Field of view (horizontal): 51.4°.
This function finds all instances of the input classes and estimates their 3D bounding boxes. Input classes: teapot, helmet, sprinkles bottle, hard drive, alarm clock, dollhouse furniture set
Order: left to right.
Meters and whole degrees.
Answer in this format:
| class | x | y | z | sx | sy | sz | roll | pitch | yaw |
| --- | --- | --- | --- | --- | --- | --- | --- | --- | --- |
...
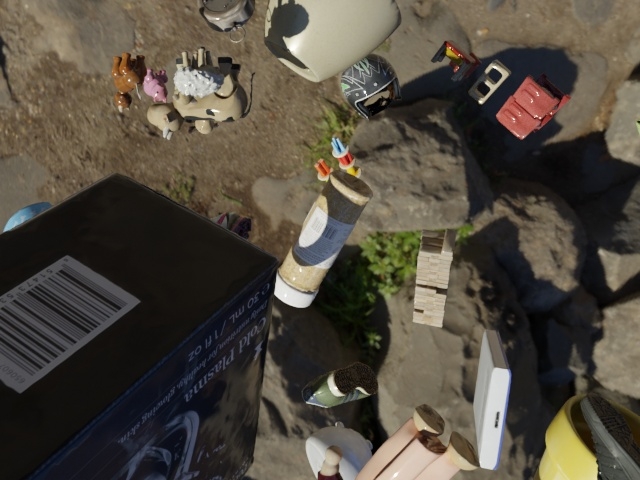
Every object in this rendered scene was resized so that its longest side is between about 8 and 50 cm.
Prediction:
| class | x | y | z | sx | sy | sz | roll | pitch | yaw |
| --- | --- | --- | --- | --- | --- | --- | --- | --- | --- |
| alarm clock | -0.214 | -0.538 | 1.536 | 0.129 | 0.192 | 0.064 | -23 | 162 | 6 |
| sprinkles bottle | 0.000 | 0.000 | 1.677 | 0.121 | 0.121 | 0.355 | 13 | 118 | -33 |
| teapot | 0.085 | 0.688 | 2.093 | 0.187 | 0.256 | 0.252 | -22 | 158 | -21 |
| helmet | 0.134 | -0.430 | 1.819 | 0.169 | 0.169 | 0.161 | -37 | 140 | -1 |
| hard drive | 0.376 | 0.337 | 1.470 | 0.040 | 0.319 | 0.210 | 7 | 98 | 10 |
| dollhouse furniture set | 0.539 | -0.483 | 1.983 | 0.152 | 0.374 | 0.201 | -51 | 169 | 30 |

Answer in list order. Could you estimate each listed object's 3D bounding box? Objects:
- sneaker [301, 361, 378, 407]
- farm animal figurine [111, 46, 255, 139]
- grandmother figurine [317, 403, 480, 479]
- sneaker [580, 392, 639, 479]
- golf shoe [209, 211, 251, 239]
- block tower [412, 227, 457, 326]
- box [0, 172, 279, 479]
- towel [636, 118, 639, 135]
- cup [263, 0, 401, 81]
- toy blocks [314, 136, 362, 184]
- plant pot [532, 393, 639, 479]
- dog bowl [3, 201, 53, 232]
| class | x | y | z | sx | sy | sz | roll | pitch | yaw |
| --- | --- | --- | --- | --- | --- | --- | --- | --- | --- |
| sneaker | 0.033 | 0.269 | 1.225 | 0.086 | 0.064 | 0.192 | -26 | 161 | 20 |
| farm animal figurine | -0.301 | -0.316 | 1.522 | 0.330 | 0.327 | 0.172 | -8 | 98 | -66 |
| grandmother figurine | 0.077 | 0.408 | 1.033 | 0.342 | 0.208 | 0.104 | -52 | 158 | 13 |
| sneaker | 0.328 | 0.265 | 0.745 | 0.051 | 0.170 | 0.089 | 3 | 133 | -38 |
| golf shoe | -0.217 | 0.001 | 1.322 | 0.186 | 0.086 | 0.067 | -45 | 148 | -51 |
| block tower | 0.317 | 0.106 | 1.871 | 0.097 | 0.091 | 0.335 | 9 | 139 | 10 |
| box | -0.318 | 0.251 | 0.853 | 0.480 | 0.297 | 0.471 | -43 | 153 | -44 |
| towel | 0.298 | -0.064 | 0.557 | 0.009 | 0.060 | 0.083 | -40 | 117 | 7 |
| cup | -0.004 | -0.533 | 1.624 | 0.331 | 0.331 | 0.237 | 36 | 89 | -39 |
| toy blocks | 0.039 | -0.224 | 1.916 | 0.123 | 0.054 | 0.148 | -26 | 134 | 9 |
| plant pot | 0.529 | 0.472 | 1.285 | 0.254 | 0.254 | 0.239 | 7 | 120 | -31 |
| dog bowl | -0.529 | -0.003 | 1.458 | 0.297 | 0.074 | 0.165 | -11 | 127 | -36 |
